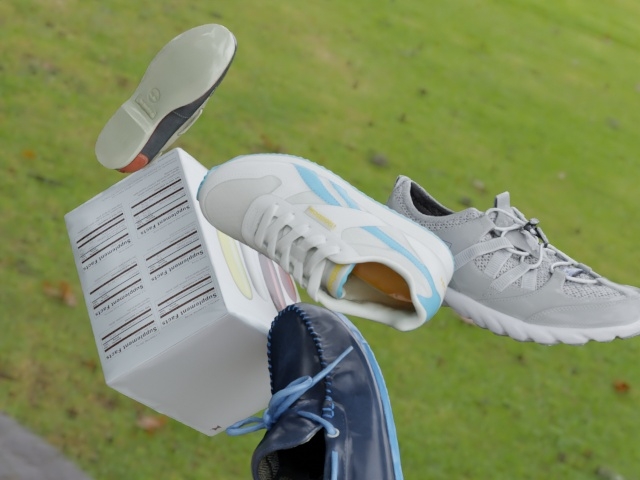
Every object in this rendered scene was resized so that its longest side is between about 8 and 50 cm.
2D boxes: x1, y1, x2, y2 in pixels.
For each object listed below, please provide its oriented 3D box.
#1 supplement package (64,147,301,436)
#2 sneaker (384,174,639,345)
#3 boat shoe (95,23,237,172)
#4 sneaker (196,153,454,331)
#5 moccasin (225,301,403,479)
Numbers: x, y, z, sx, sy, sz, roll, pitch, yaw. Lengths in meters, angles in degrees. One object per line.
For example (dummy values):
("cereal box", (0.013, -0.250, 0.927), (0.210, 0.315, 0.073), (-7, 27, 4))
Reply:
("supplement package", (-0.126, 0.055, 1.609), (0.194, 0.149, 0.203), (37, 28, -53))
("sneaker", (0.163, 0.017, 1.401), (0.281, 0.115, 0.105), (16, 10, 25))
("boat shoe", (-0.105, -0.100, 1.143), (0.049, 0.137, 0.043), (51, 19, 22))
("sneaker", (0.000, 0.000, 1.339), (0.228, 0.087, 0.092), (23, 30, 4))
("moccasin", (-0.002, 0.186, 1.399), (0.117, 0.138, 0.342), (8, 42, -26))
